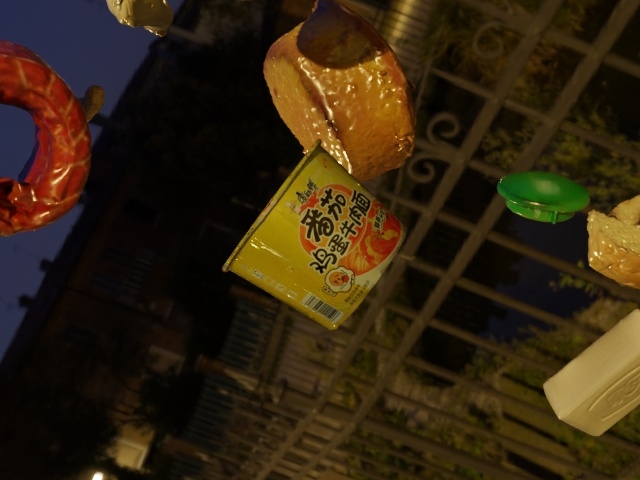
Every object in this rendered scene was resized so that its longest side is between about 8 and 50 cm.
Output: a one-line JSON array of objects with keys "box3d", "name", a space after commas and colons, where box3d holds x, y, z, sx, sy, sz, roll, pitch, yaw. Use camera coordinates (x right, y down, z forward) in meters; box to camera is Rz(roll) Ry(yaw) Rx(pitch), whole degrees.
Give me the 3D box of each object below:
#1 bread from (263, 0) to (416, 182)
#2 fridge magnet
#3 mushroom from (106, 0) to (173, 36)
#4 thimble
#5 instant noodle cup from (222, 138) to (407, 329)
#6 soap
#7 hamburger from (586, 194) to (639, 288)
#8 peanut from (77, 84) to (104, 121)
[{"box3d": [0.034, -0.281, 1.598, 0.204, 0.358, 0.337, -31, -4, -18], "name": "bread"}, {"box3d": [0.507, -0.104, 1.862, 0.208, 0.208, 0.088, -77, -7, -65], "name": "fridge magnet"}, {"box3d": [-0.352, -0.463, 1.637, 0.278, 0.096, 0.099, -34, -72, -80], "name": "mushroom"}, {"box3d": [-0.604, -0.189, 1.506, 0.230, 0.350, 0.350, 31, 103, 54], "name": "thimble"}, {"box3d": [0.000, 0.000, 1.275, 0.264, 0.200, 0.264, -54, 2, 3], "name": "instant noodle cup"}, {"box3d": [0.417, 0.190, 1.155, 0.183, 0.121, 0.064, -45, 40, 18], "name": "soap"}, {"box3d": [0.446, 0.020, 1.078, 0.155, 0.208, 0.135, 106, 147, -48], "name": "hamburger"}, {"box3d": [-0.513, -0.301, 1.805, 0.113, 0.054, 0.054, -40, 20, 33], "name": "peanut"}]
